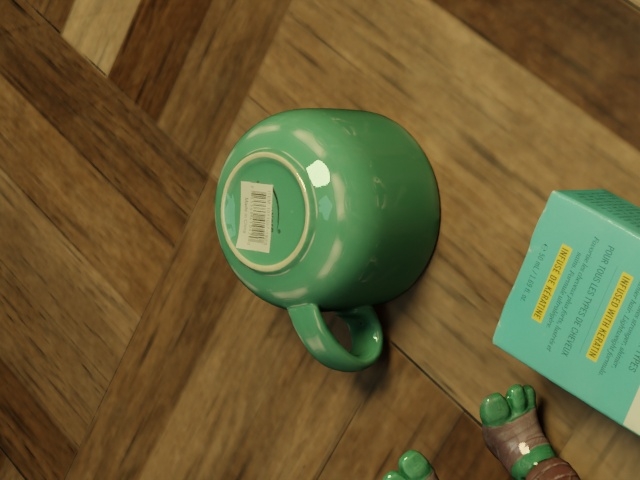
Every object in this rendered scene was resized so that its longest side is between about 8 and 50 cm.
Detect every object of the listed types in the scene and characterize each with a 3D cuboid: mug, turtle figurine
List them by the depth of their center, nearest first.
[{"bbox_3d":[0.147,0.181,0.728,0.234,0.175,0.118,38,133,41],"label":"turtle figurine"},{"bbox_3d":[0.003,-0.009,0.864,0.129,0.097,0.157,-49,62,30],"label":"mug"}]

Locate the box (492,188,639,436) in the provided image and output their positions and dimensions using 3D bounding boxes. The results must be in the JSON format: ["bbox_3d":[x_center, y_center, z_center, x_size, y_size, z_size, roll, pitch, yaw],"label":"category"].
[{"bbox_3d":[0.214,0.068,0.716,0.244,0.060,0.100,32,112,35],"label":"box"}]
